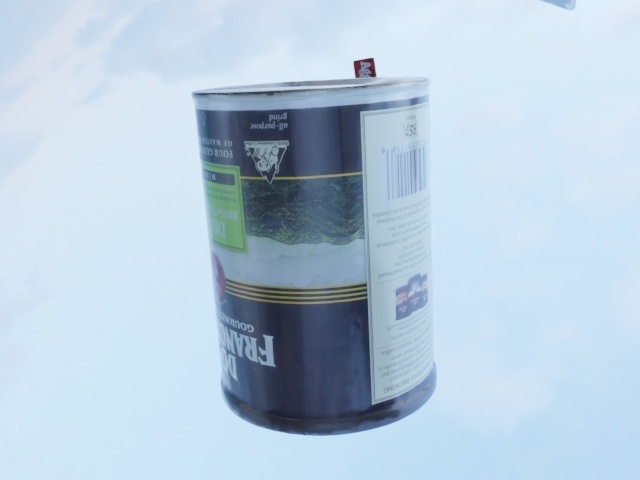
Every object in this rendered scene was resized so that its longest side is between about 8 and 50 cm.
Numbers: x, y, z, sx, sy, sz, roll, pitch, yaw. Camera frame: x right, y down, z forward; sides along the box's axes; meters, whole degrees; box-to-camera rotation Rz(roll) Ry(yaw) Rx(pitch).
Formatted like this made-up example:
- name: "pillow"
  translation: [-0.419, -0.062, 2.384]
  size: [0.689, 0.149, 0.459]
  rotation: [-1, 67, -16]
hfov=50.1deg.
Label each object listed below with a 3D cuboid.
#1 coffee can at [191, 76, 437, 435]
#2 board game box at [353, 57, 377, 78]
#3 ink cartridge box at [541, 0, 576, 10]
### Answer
- name: "coffee can"
  translation: [0.000, 0.000, 0.611]
  size: [0.202, 0.275, 0.201]
  rotation: [-3, -165, 1]
- name: "board game box"
  translation: [0.074, -0.075, 0.835]
  size: [0.027, 0.281, 0.145]
  rotation: [-7, -115, 6]
- name: "ink cartridge box"
  translation: [0.216, -0.314, 0.640]
  size: [0.104, 0.180, 0.060]
  rotation: [30, -107, 24]
